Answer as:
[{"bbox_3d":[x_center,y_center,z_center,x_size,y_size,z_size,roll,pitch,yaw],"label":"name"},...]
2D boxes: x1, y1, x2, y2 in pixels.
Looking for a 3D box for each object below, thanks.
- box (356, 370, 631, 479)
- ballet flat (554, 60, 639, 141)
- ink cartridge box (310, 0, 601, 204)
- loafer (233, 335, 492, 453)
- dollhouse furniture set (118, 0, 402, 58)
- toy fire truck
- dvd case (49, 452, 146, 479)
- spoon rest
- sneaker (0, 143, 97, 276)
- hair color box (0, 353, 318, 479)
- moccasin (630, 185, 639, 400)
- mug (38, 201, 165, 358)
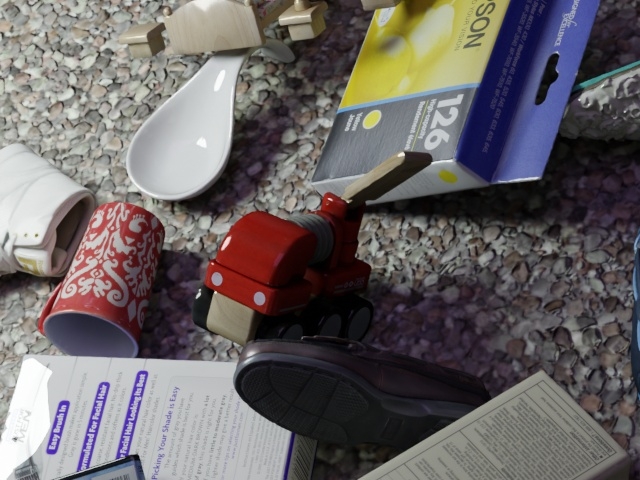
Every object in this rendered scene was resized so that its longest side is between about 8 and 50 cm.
[{"bbox_3d":[0.142,0.277,1.730,0.311,0.121,0.148,-27,52,-20],"label":"box"},{"bbox_3d":[0.461,-0.187,1.999,0.409,0.147,0.147,-25,53,0],"label":"ballet flat"},{"bbox_3d":[0.159,-0.189,2.054,0.307,0.072,0.303,-10,49,43],"label":"ink cartridge box"},{"bbox_3d":[0.048,0.157,1.836,0.303,0.109,0.095,18,40,-18],"label":"loafer"},{"bbox_3d":[-0.054,-0.380,2.210,0.356,0.173,0.303,-3,26,31],"label":"dollhouse furniture set"},{"bbox_3d":[0.000,0.000,1.895,0.158,0.217,0.246,24,108,29],"label":"toy fire truck"},{"bbox_3d":[-0.240,0.368,1.811,0.180,0.022,0.253,-19,78,14],"label":"dvd case"},{"bbox_3d":[-0.138,-0.163,2.181,0.137,0.084,0.276,23,65,28],"label":"spoon rest"},{"bbox_3d":[-0.405,0.015,2.123,0.169,0.108,0.292,28,67,34],"label":"sneaker"},{"bbox_3d":[-0.179,0.233,1.909,0.339,0.110,0.185,2,59,16],"label":"hair color box"},{"bbox_3d":[0.403,0.022,1.873,0.138,0.117,0.342,-2,57,15],"label":"moccasin"},{"bbox_3d":[-0.265,0.046,2.061,0.150,0.113,0.169,3,55,16],"label":"mug"}]
